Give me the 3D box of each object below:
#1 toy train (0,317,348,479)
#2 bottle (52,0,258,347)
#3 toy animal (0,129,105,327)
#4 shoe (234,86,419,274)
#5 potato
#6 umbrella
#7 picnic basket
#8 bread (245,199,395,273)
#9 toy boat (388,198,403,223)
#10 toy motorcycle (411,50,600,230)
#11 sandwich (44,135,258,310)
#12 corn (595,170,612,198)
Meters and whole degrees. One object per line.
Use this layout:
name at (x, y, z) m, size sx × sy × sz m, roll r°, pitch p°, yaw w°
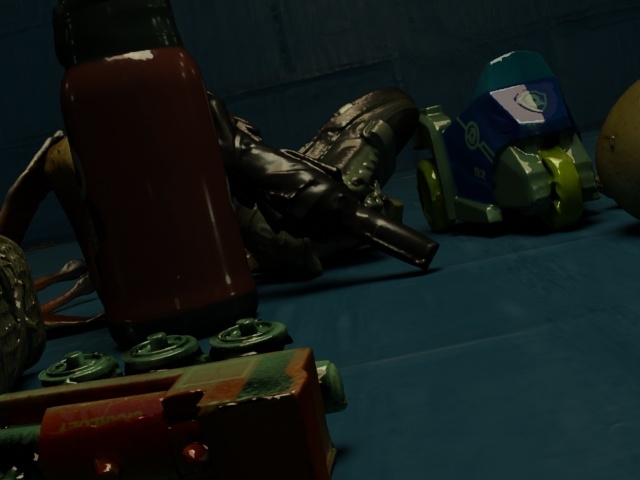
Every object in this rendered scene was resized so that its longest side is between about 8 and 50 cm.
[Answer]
toy train at (-0.077, 0.088, 0.464) m, size 0.176 × 0.074 × 0.118 m, roll -9°, pitch 10°, yaw 8°
bottle at (-0.159, -0.079, 0.916) m, size 0.144 × 0.336 × 0.144 m, roll -12°, pitch 4°, yaw 1°
toy animal at (-0.380, 0.055, 1.166) m, size 0.302 × 0.225 × 0.284 m, roll -29°, pitch -6°, yaw -30°
shoe at (0.043, -0.063, 1.163) m, size 0.293 × 0.109 × 0.149 m, roll -40°, pitch 48°, yaw -20°
potato at (0.340, -0.077, 0.897) m, size 0.157 × 0.157 × 0.194 m, roll -13°, pitch 28°, yaw -10°
umbrella at (-0.037, -0.057, 1.006) m, size 0.340 × 0.118 × 0.118 m, roll 26°, pitch 19°, yaw 16°
picnic basket at (-0.304, 0.073, 0.775) m, size 0.154 × 0.134 × 0.196 m, roll -12°, pitch 5°, yaw -7°
bread at (-0.001, 0.000, 1.231) m, size 0.214 × 0.053 × 0.073 m, roll -18°, pitch 15°, yaw -15°
toy boat at (0.036, -0.027, 1.351) m, size 0.172 × 0.065 × 0.066 m, roll -9°, pitch 18°, yaw -20°
toy motorcycle at (0.228, -0.116, 1.169) m, size 0.191 × 0.200 × 0.326 m, roll -12°, pitch 4°, yaw -6°
sandwich at (-0.186, -0.031, 1.081) m, size 0.186 × 0.214 × 0.065 m, roll -17°, pitch -6°, yaw -43°
corn at (0.387, -0.076, 1.089) m, size 0.085 × 0.063 × 0.165 m, roll -27°, pitch 11°, yaw -32°
